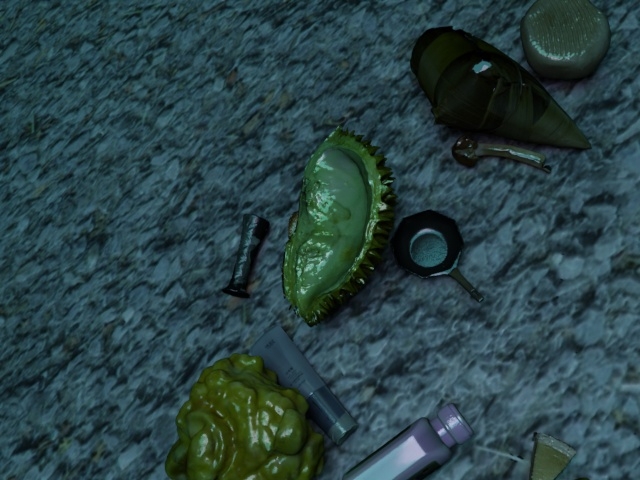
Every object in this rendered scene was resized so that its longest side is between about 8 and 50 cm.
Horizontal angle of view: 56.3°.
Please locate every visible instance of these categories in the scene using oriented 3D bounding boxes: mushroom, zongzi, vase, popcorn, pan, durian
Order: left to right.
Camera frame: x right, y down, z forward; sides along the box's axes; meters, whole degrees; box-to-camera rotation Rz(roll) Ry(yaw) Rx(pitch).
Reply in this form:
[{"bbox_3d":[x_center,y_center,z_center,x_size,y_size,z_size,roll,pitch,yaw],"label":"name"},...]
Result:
[{"bbox_3d":[-0.152,0.032,1.222,0.059,0.059,0.167,7,72,21],"label":"vase"},{"bbox_3d":[-0.122,0.337,0.998,0.250,0.234,0.242,24,109,40],"label":"popcorn"},{"bbox_3d":[0.035,-0.032,1.102,0.198,0.163,0.395,17,80,3],"label":"durian"},{"bbox_3d":[0.208,0.044,1.099,0.128,0.048,0.202,-19,63,12],"label":"pan"},{"bbox_3d":[0.343,-0.288,1.167,0.154,0.317,0.289,-58,23,32],"label":"zongzi"},{"bbox_3d":[0.342,-0.163,1.132,0.186,0.061,0.060,11,77,17],"label":"mushroom"}]

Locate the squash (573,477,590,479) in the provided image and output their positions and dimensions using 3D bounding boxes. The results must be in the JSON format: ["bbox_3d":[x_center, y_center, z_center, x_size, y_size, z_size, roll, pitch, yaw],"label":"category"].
[{"bbox_3d":[0.325,0.442,0.894,0.229,0.066,0.066,-39,63,1],"label":"squash"}]

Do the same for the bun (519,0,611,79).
[{"bbox_3d":[0.463,-0.383,1.144,0.166,0.113,0.173,17,74,16],"label":"bun"}]

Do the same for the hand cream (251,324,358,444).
[{"bbox_3d":[-0.034,0.262,1.099,0.079,0.048,0.255,-44,59,-4],"label":"hand cream"}]

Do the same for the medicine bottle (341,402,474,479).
[{"bbox_3d":[0.142,0.350,0.964,0.219,0.115,0.078,-37,61,2],"label":"medicine bottle"}]

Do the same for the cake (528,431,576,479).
[{"bbox_3d":[0.342,0.361,0.910,0.065,0.052,0.121,18,58,18],"label":"cake"}]

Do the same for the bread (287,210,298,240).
[{"bbox_3d":[0.000,0.000,1.190,0.126,0.044,0.129,-4,68,4],"label":"bread"}]
